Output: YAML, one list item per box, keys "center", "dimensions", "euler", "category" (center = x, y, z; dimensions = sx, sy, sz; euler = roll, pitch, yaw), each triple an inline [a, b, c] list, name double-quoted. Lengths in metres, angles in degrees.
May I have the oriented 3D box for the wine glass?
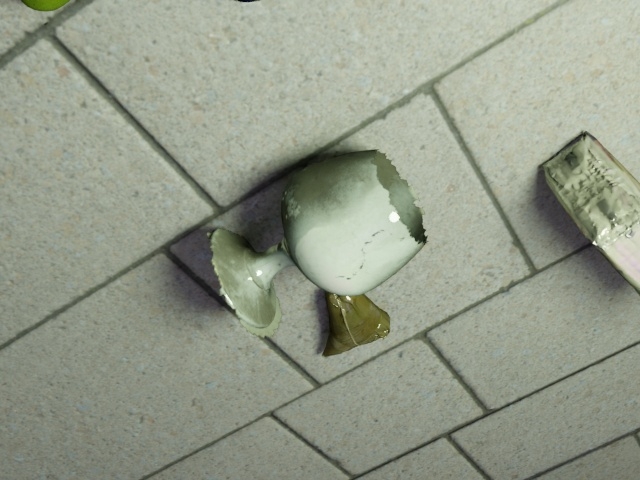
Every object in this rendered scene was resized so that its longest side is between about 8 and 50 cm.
- center: [0.000, 0.000, 1.132]
  dimensions: [0.323, 0.238, 0.238]
  euler: [-25, 132, 21]
  category: "wine glass"

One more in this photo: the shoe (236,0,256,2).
- center: [-0.036, -0.367, 0.883]
  dimensions: [0.207, 0.106, 0.091]
  euler: [-23, 130, 15]
  category: "shoe"

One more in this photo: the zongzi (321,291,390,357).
- center: [0.020, 0.154, 1.372]
  dimensions: [0.178, 0.081, 0.189]
  euler: [-30, 125, 26]
  category: "zongzi"

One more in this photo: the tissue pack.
- center: [0.554, -0.015, 1.229]
  dimensions: [0.125, 0.242, 0.343]
  euler: [-39, 127, 22]
  category: "tissue pack"

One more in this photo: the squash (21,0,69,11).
- center: [-0.299, -0.361, 0.858]
  dimensions: [0.201, 0.066, 0.066]
  euler: [-41, 127, 14]
  category: "squash"
